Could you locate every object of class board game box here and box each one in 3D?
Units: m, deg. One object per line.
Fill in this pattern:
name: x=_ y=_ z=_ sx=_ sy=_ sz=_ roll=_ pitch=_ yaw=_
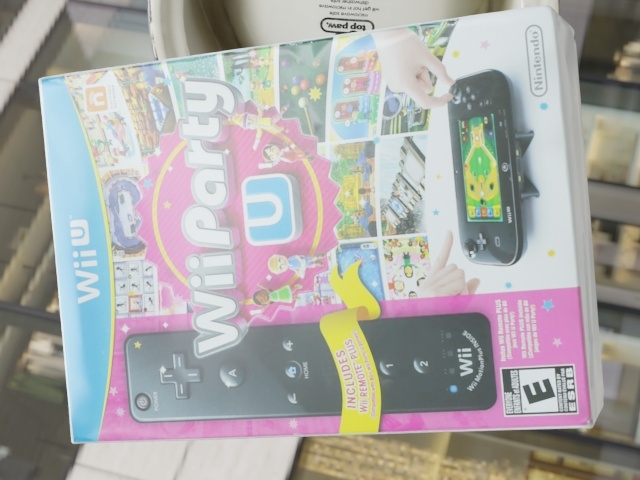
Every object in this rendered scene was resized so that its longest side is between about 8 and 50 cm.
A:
board game box: x=0.000 y=0.000 z=0.687 sx=0.097 sy=0.303 sz=0.224 roll=-8 pitch=-87 yaw=-71

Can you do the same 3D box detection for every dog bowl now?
dog bowl: x=0.033 y=-0.251 z=1.219 sx=0.150 sy=0.408 sz=0.408 roll=-88 pitch=0 yaw=-60
